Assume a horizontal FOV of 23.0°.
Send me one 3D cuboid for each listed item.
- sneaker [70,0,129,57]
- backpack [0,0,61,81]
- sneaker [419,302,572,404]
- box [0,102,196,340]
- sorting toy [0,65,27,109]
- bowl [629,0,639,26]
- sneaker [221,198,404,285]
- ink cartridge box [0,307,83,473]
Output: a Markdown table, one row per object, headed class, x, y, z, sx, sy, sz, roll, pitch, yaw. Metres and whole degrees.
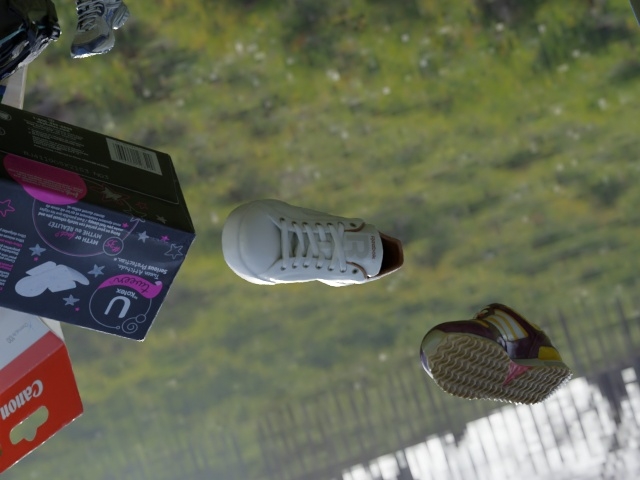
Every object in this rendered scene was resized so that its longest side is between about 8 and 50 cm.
| class | x | y | z | sx | sy | sz | roll | pitch | yaw |
| --- | --- | --- | --- | --- | --- | --- | --- | --- | --- |
| sneaker | -0.260 | -0.253 | 1.788 | 0.052 | 0.058 | 0.135 | -10 | -148 | 14 |
| backpack | -0.346 | -0.184 | 1.377 | 0.188 | 0.144 | 0.166 | -34 | -173 | 11 |
| sneaker | 0.143 | 0.093 | 1.403 | 0.185 | 0.084 | 0.069 | 21 | 120 | -45 |
| box | -0.272 | -0.024 | 1.538 | 0.247 | 0.142 | 0.163 | 17 | -153 | -26 |
| sorting toy | -0.473 | -0.200 | 1.808 | 0.257 | 0.089 | 0.255 | 14 | 140 | -5 |
| bowl | 0.387 | -0.234 | 1.531 | 0.077 | 0.391 | 0.391 | -25 | -175 | -1 |
| sneaker | 0.000 | 0.000 | 1.949 | 0.123 | 0.106 | 0.290 | -7 | 173 | 36 |
| ink cartridge box | -0.350 | 0.114 | 1.677 | 0.066 | 0.232 | 0.189 | 12 | 142 | -43 |
